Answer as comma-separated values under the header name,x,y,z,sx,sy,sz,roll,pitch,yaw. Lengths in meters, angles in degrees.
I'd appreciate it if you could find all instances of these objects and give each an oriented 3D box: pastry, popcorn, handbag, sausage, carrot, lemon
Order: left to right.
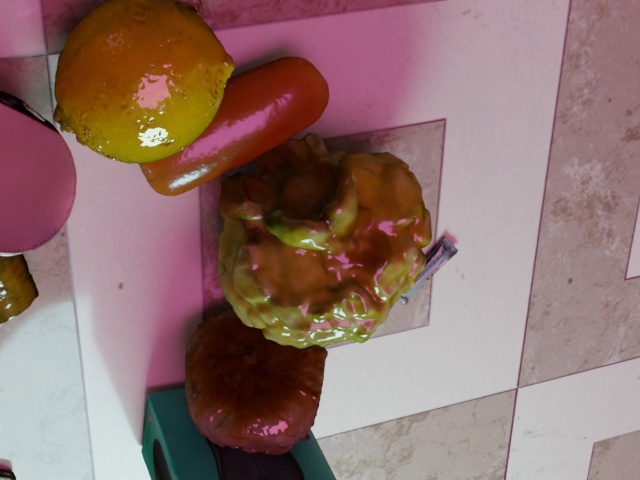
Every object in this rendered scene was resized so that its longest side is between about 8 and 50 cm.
name,x,y,z,sx,sy,sz,roll,pitch,yaw
handbag,-0.359,-0.068,1.293,0.205,0.116,0.179,28,66,-31
carrot,-0.380,0.024,1.414,0.082,0.082,0.173,-25,125,-8
lemon,-0.195,-0.170,1.317,0.206,0.173,0.173,-31,131,17
sausage,-0.102,-0.137,1.433,0.238,0.098,0.098,-28,129,-3
pastry,-0.086,0.173,1.575,0.182,0.192,0.093,7,149,4
popcorn,0.000,0.000,1.493,0.270,0.224,0.258,7,103,-20

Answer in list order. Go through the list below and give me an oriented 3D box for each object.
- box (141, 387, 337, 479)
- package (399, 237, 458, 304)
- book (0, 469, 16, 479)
name,x,y,z,sx,sy,sz,roll,pitch,yaw
box,-0.096,0.321,1.595,0.205,0.311,0.118,-8,129,-20
package,0.145,0.043,1.716,0.110,0.015,0.037,-45,129,9
book,-0.530,0.347,1.591,0.231,0.026,0.161,17,112,-33
